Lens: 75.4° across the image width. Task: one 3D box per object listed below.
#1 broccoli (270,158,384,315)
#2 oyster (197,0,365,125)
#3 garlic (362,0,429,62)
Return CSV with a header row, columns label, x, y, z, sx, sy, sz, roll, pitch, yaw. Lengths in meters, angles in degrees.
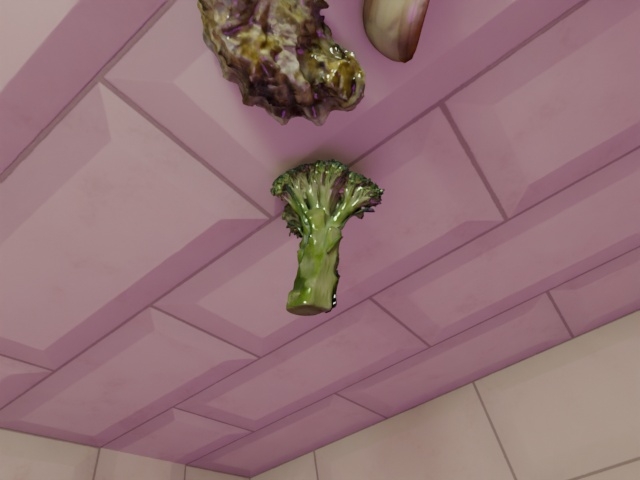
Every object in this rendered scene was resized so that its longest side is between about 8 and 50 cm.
label,x,y,z,sx,sy,sz,roll,pitch,yaw
broccoli,-0.022,-0.003,0.939,0.251,0.362,0.221,14,152,28
oyster,-0.081,-0.345,0.737,0.237,0.115,0.351,-27,134,14
garlic,0.147,-0.417,0.719,0.128,0.115,0.207,11,129,-14
